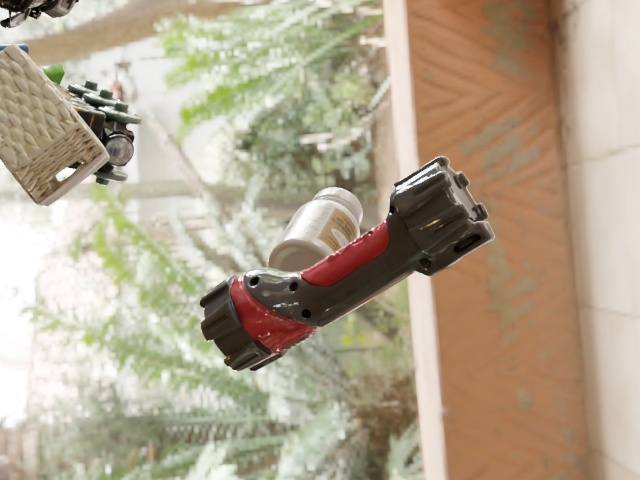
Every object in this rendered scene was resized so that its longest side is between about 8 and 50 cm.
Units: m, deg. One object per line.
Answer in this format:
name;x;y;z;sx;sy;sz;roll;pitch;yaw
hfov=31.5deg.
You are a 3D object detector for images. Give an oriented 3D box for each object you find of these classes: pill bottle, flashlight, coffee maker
pill bottle;0.000;0.000;2.062;0.229;0.131;0.131;-60;-27;-55
flashlight;0.018;0.023;1.142;0.103;0.304;0.103;41;-153;-32
coffee maker;-0.449;-0.392;1.631;0.171;0.120;0.178;43;-173;0

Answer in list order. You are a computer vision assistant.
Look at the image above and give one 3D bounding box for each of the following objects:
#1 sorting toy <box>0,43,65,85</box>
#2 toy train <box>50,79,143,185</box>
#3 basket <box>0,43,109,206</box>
sorting toy;-0.601;-0.221;2.184;0.348;0.195;0.047;-59;40;32
toy train;-0.422;-0.194;1.874;0.334;0.190;0.142;34;109;56
basket;-0.359;-0.145;1.397;0.167;0.113;0.103;48;170;19
